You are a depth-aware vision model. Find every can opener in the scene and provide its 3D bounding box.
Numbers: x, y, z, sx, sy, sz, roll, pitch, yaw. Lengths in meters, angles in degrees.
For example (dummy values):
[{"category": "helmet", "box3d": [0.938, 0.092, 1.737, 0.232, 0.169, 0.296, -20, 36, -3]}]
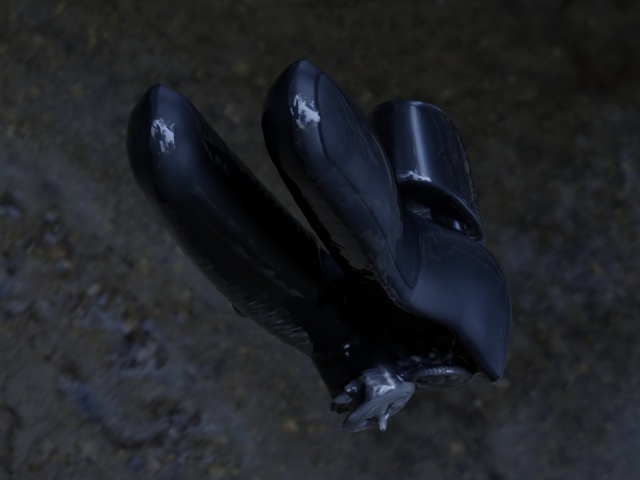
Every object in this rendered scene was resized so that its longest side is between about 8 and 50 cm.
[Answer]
[{"category": "can opener", "box3d": [0.000, 0.000, 0.394, 0.186, 0.059, 0.073, 30, 43, -70]}]
